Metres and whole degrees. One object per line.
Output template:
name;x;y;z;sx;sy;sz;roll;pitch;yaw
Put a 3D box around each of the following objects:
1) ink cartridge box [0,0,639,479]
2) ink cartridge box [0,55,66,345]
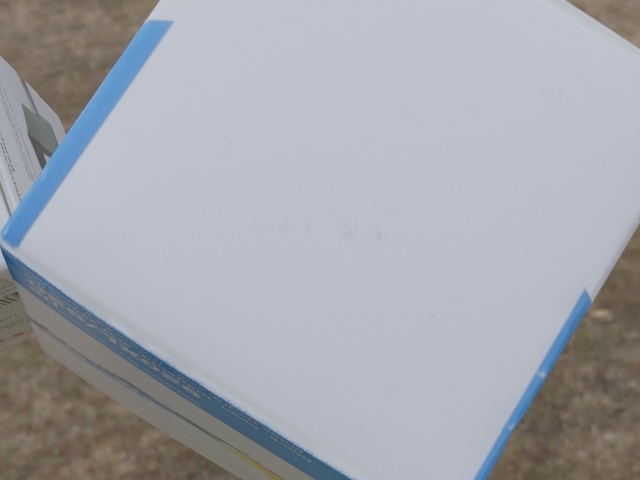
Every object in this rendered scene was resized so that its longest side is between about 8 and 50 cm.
ink cartridge box;0.000;0.000;0.592;0.171;0.168;0.233;-58;0;-14
ink cartridge box;-0.227;0.002;0.750;0.211;0.122;0.289;-21;-5;-2
